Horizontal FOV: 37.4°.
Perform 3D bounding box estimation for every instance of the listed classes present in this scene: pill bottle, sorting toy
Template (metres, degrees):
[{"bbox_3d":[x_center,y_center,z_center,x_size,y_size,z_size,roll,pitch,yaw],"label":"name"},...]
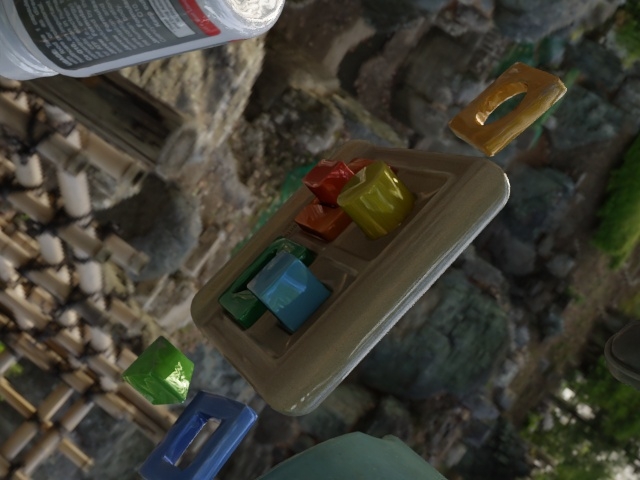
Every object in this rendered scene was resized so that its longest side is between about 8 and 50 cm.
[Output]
[{"bbox_3d":[-0.188,-0.241,0.869,0.161,0.283,0.161,20,67,-59],"label":"pill bottle"},{"bbox_3d":[0.000,0.000,0.581,0.348,0.047,0.196,-46,-156,-8],"label":"sorting toy"}]

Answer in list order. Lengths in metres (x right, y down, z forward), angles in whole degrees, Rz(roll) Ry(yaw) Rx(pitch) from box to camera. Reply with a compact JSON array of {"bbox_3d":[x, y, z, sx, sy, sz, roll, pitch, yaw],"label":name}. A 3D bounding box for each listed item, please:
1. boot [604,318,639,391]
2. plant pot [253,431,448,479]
[{"bbox_3d":[0.258,0.000,0.577,0.076,0.189,0.209,-51,131,-48],"label":"boot"},{"bbox_3d":[0.063,0.312,0.532,0.341,0.334,0.341,-31,145,-26],"label":"plant pot"}]
